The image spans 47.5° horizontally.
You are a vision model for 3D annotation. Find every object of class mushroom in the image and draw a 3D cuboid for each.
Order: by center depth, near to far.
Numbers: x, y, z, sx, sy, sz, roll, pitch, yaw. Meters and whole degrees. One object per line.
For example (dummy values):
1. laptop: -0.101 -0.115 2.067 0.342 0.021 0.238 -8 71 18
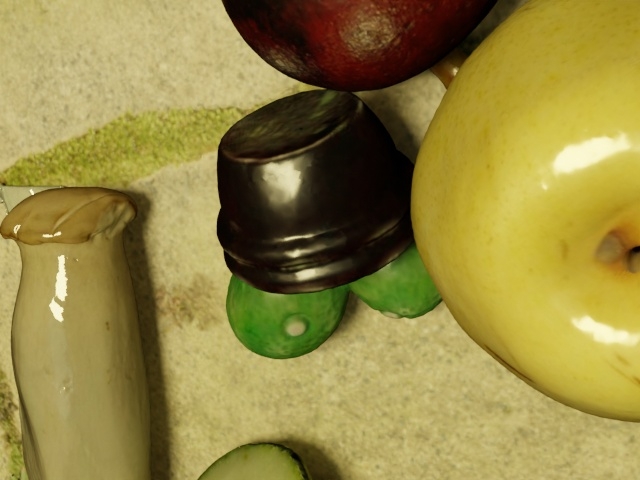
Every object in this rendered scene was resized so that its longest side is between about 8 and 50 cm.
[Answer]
1. mushroom: -0.249 0.146 0.757 0.138 0.154 0.407 -3 98 -20

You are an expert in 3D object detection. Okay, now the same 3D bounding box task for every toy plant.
1. toy plant: 0.000 0.000 0.632 0.218 0.175 0.235 -10 123 15

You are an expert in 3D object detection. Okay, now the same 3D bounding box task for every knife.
1. knife: -0.345 -0.043 0.813 0.298 0.017 0.047 3 102 14

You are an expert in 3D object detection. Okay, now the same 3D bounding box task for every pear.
1. pear: 0.208 -0.028 0.482 0.309 0.309 0.309 4 103 18

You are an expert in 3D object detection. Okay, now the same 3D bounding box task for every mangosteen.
1. mangosteen: 0.052 -0.205 0.560 0.236 0.235 0.261 -26 134 22

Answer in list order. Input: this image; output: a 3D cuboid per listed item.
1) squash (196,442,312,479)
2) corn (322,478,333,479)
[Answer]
1. squash: -0.103 0.357 0.703 0.234 0.210 0.308 40 126 55
2. corn: 0.019 0.291 0.748 0.037 0.037 0.092 -25 96 22
